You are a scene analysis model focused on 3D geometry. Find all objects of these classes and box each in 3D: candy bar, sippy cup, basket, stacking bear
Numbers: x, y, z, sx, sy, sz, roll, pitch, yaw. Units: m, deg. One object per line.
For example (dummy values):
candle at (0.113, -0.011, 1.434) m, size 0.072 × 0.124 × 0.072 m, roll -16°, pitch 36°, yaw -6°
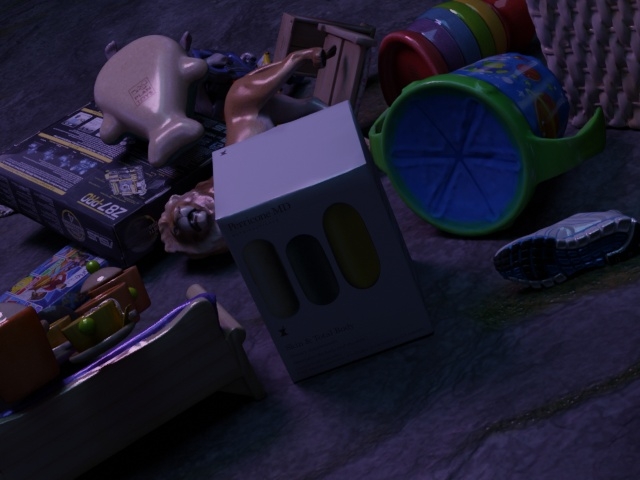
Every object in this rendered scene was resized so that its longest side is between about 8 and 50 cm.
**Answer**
candy bar at (-0.085, -0.270, 2.147) m, size 0.018 × 0.040 × 0.162 m, roll 5°, pitch 50°, yaw -30°
sippy cup at (0.238, -0.156, 1.722) m, size 0.305 × 0.240 × 0.224 m, roll 36°, pitch 42°, yaw 13°
basket at (0.501, -0.359, 1.744) m, size 0.328 × 0.331 × 0.266 m, roll 7°, pitch 43°, yaw 42°
stacking bear at (0.254, -0.339, 2.066) m, size 0.289 × 0.164 × 0.175 m, roll -33°, pitch 31°, yaw -26°

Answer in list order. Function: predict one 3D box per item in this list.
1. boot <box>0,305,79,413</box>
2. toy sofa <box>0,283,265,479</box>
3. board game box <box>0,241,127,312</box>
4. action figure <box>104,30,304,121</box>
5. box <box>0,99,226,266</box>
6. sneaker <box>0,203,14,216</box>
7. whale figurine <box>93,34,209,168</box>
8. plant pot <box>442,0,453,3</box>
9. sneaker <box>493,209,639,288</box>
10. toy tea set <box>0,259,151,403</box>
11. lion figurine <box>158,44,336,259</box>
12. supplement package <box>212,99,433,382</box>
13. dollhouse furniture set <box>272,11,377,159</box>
boot at (-0.474, 0.207, 1.757) m, size 0.305 × 0.112 × 0.115 m, roll -34°, pitch 1°, yaw -11°
toy sofa at (-0.270, 0.191, 1.529) m, size 0.362 × 0.177 × 0.150 m, roll -31°, pitch 30°, yaw -14°
board game box at (-0.426, 0.073, 1.972) m, size 0.201 × 0.035 × 0.136 m, roll -41°, pitch 34°, yaw -29°
action figure at (-0.191, -0.280, 2.263) m, size 0.330 × 0.179 × 0.341 m, roll 35°, pitch 22°, yaw 34°
box at (-0.340, -0.126, 2.088) m, size 0.394 × 0.097 × 0.318 m, roll 22°, pitch 45°, yaw 40°
sneaker at (-0.594, -0.067, 2.329) m, size 0.083 × 0.031 × 0.035 m, roll -8°, pitch 19°, yaw 17°
whale figurine at (-0.262, -0.214, 1.998) m, size 0.216 × 0.141 × 0.272 m, roll -36°, pitch 50°, yaw 4°
plant pot at (0.310, -0.519, 2.230) m, size 0.165 × 0.234 × 0.165 m, roll 1°, pitch 37°, yaw 34°
sneaker at (0.312, 0.005, 1.553) m, size 0.190 × 0.071 × 0.083 m, roll -13°, pitch 23°, yaw 0°
toy tea set at (-0.322, 0.085, 1.504) m, size 0.200 × 0.124 × 0.336 m, roll -30°, pitch 6°, yaw 3°
lion figurine at (-0.108, -0.146, 1.924) m, size 0.240 × 0.142 × 0.392 m, roll -1°, pitch 58°, yaw 24°
supplement package at (0.000, 0.000, 1.565) m, size 0.199 × 0.263 × 0.198 m, roll -20°, pitch 29°, yaw 5°
dollhouse furniture set at (0.078, -0.309, 2.058) m, size 0.173 × 0.303 × 0.355 m, roll 3°, pitch 18°, yaw -30°
